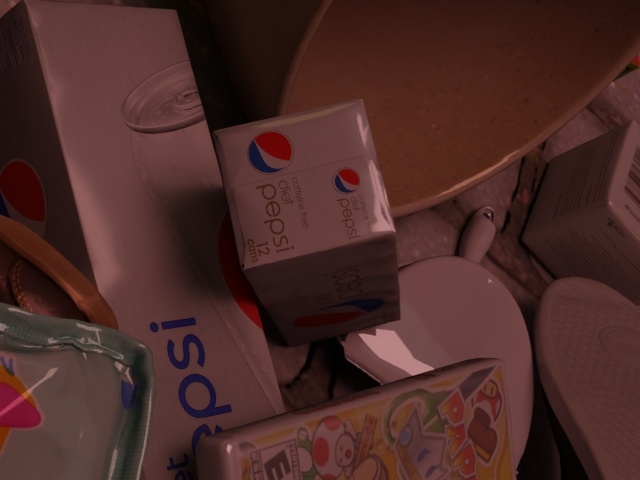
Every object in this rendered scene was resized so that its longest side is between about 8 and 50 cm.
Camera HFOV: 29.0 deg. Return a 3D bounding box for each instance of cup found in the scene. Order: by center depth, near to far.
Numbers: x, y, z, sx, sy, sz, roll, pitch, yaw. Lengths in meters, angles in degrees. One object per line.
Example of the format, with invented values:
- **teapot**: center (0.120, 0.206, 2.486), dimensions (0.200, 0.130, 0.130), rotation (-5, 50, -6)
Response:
- **cup**: center (0.050, -0.209, 0.748), dimensions (0.331, 0.331, 0.237), rotation (-9, 53, -46)

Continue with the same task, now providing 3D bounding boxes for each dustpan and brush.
- **dustpan and brush**: center (0.094, 0.043, 0.832), dimensions (0.147, 0.060, 0.211), rotation (37, 55, -12)

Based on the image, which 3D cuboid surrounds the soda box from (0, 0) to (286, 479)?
- **soda box**: center (-0.098, 0.028, 0.620), dimensions (0.098, 0.091, 0.286), rotation (-5, 74, -45)

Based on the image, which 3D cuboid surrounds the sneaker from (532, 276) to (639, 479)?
- **sneaker**: center (0.184, 0.163, 0.821), dimensions (0.104, 0.147, 0.296), rotation (5, 41, -13)

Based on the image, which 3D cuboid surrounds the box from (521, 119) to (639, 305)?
- **box**: center (0.227, -0.014, 0.953), dimensions (0.102, 0.087, 0.101), rotation (45, 46, -20)

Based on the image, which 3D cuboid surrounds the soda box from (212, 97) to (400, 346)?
- **soda box**: center (0.000, 0.000, 0.650), dimensions (0.216, 0.074, 0.069), rotation (73, 4, -76)

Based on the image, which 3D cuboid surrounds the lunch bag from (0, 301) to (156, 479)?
- **lunch bag**: center (-0.172, 0.158, 0.391), dimensions (0.160, 0.223, 0.262), rotation (22, 57, -26)

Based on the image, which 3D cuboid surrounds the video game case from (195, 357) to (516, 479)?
- **video game case**: center (0.034, 0.186, 0.610), dimensions (0.206, 0.026, 0.227), rotation (-9, 94, -45)

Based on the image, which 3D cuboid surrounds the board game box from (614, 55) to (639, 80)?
- **board game box**: center (0.193, -0.206, 1.044), dimensions (0.181, 0.043, 0.092), rotation (19, 59, -37)

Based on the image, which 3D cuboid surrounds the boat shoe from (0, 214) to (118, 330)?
- **boat shoe**: center (-0.185, -0.001, 0.531), dimensions (0.207, 0.073, 0.073), rotation (37, 51, 11)
